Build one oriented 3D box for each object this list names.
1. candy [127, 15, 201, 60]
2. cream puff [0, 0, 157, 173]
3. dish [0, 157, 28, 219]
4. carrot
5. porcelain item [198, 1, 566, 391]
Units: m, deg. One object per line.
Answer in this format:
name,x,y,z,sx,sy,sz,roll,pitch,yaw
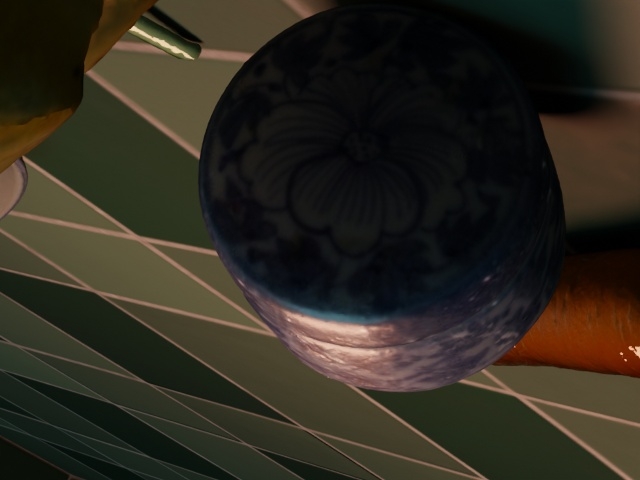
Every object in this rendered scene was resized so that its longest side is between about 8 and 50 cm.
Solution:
candy,-0.184,-0.152,0.891,0.335,0.093,0.092,24,-148,-36
cream puff,-0.212,-0.127,0.615,0.257,0.291,0.324,59,170,-28
dish,-0.339,-0.072,1.294,0.273,0.134,0.273,-13,163,-4
carrot,0.140,0.038,1.019,0.067,0.067,0.225,29,167,-18
porcelain item,0.028,-0.018,0.834,0.147,0.147,0.114,20,165,18
